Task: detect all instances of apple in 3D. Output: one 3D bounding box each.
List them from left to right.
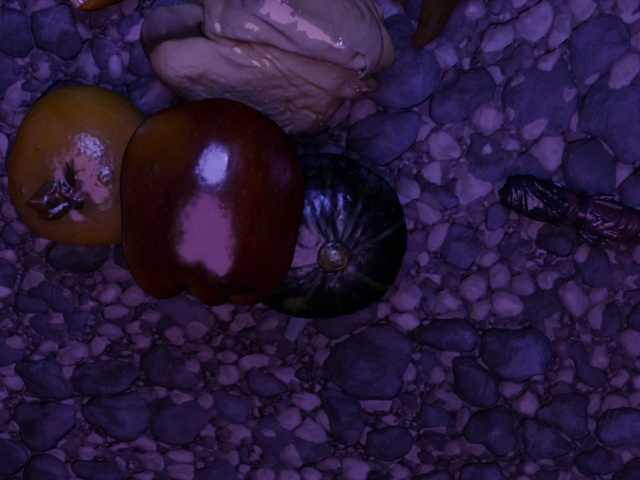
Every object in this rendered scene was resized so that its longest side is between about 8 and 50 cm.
[{"bbox_3d":[-0.161,-0.061,1.164,0.288,0.288,0.317,3,79,0],"label":"apple"}]

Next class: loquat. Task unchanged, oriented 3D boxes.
[{"bbox_3d":[-0.394,-0.114,1.319,0.274,0.275,0.275,1,116,1],"label":"loquat"}]

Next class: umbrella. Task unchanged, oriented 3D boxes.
[{"bbox_3d":[0.483,-0.051,1.422,0.325,0.094,0.090,15,143,-5],"label":"umbrella"}]

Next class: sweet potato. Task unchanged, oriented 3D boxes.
[{"bbox_3d":[0.212,-0.414,1.261,0.077,0.077,0.244,24,113,-10],"label":"sweet potato"}]

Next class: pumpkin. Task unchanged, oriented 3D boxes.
[{"bbox_3d":[0.000,0.000,1.373,0.315,0.238,0.315,-1,104,-4],"label":"pumpkin"}]

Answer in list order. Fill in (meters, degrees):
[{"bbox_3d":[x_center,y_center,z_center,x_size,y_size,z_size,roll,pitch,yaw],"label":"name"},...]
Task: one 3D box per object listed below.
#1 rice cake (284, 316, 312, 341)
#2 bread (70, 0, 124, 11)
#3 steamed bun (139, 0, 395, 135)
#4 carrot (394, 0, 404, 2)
[{"bbox_3d":[-0.021,0.125,1.551,0.042,0.030,0.180,28,114,2],"label":"rice cake"},{"bbox_3d":[-0.317,-0.437,1.229,0.190,0.132,0.114,-22,113,15],"label":"bread"},{"bbox_3d":[-0.072,-0.320,1.215,0.372,0.231,0.324,-13,150,41],"label":"steamed bun"},{"bbox_3d":[0.158,-0.472,1.255,0.037,0.037,0.190,21,113,-9],"label":"carrot"}]
